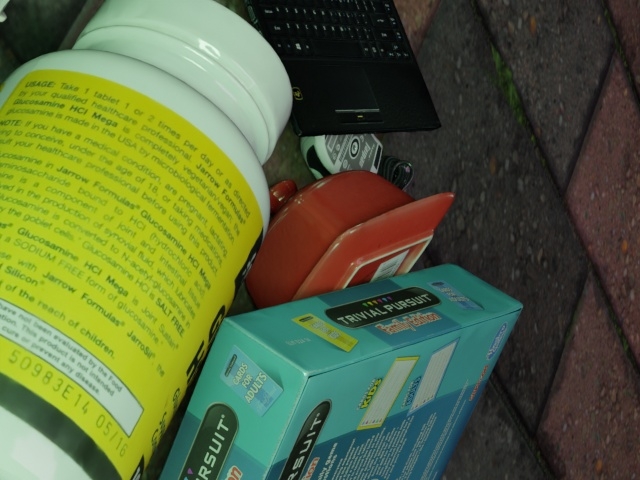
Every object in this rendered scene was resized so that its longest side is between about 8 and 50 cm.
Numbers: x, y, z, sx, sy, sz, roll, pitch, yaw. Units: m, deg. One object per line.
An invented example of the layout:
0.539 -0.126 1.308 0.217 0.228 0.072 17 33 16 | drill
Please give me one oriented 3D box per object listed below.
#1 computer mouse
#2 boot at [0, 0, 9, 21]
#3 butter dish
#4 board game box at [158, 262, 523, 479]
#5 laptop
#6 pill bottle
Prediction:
0.023 -0.068 1.306 0.106 0.042 0.193 -67 150 -21 | computer mouse
-0.206 -0.160 0.888 0.258 0.095 0.123 -20 118 -49 | boot
0.000 0.000 1.211 0.160 0.118 0.160 -19 150 -48 | butter dish
0.005 0.160 1.168 0.336 0.079 0.254 -10 127 -58 | board game box
0.044 -0.230 1.218 0.234 0.136 0.264 -9 76 -57 | laptop
-0.143 0.013 0.896 0.334 0.187 0.188 -63 142 -32 | pill bottle
